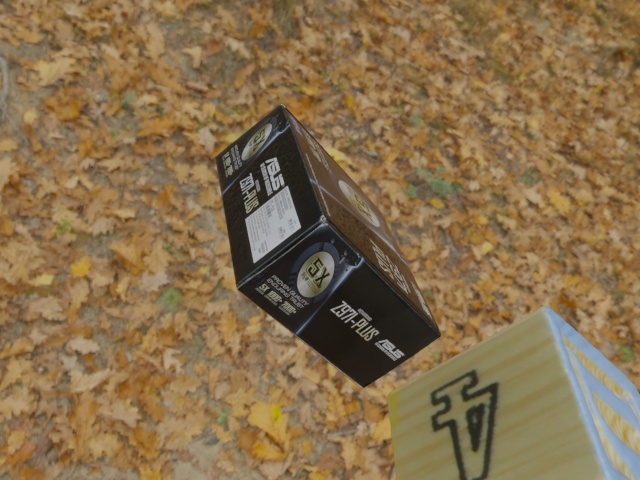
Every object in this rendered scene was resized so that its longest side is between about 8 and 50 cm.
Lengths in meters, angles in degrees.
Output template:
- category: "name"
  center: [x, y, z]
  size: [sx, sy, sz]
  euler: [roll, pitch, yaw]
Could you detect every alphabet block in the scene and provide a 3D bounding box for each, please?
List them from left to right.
- category: "alphabet block"
  center: [0.203, 0.216, 0.669]
  size: [0.192, 0.197, 0.193]
  euler: [38, 30, -28]

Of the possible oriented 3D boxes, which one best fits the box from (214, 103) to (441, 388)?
- category: "box"
  center: [0.000, 0.000, 0.547]
  size: [0.147, 0.078, 0.180]
  euler: [44, 16, -33]
